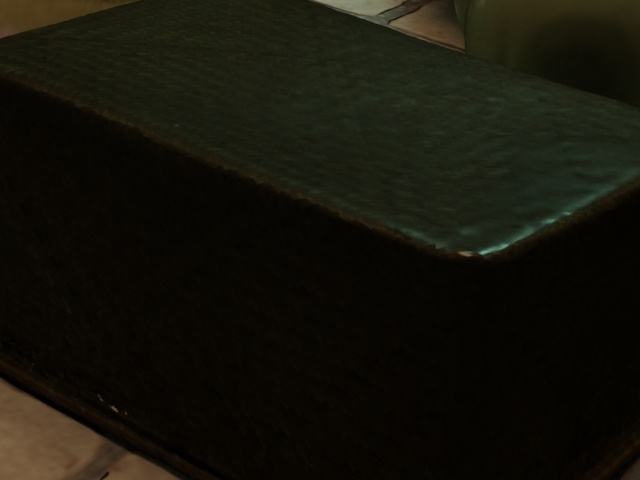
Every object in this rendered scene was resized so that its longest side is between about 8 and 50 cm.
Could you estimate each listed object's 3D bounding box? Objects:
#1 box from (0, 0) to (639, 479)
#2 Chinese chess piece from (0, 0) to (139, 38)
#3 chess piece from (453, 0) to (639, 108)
[{"bbox_3d":[0.000,0.002,0.670,0.273,0.143,0.184,23,32,32],"label":"box"},{"bbox_3d":[-0.147,-0.144,0.959,0.273,0.102,0.273,5,28,-3],"label":"Chinese chess piece"},{"bbox_3d":[0.154,-0.180,1.026,0.182,0.182,0.330,5,33,-1],"label":"chess piece"}]
